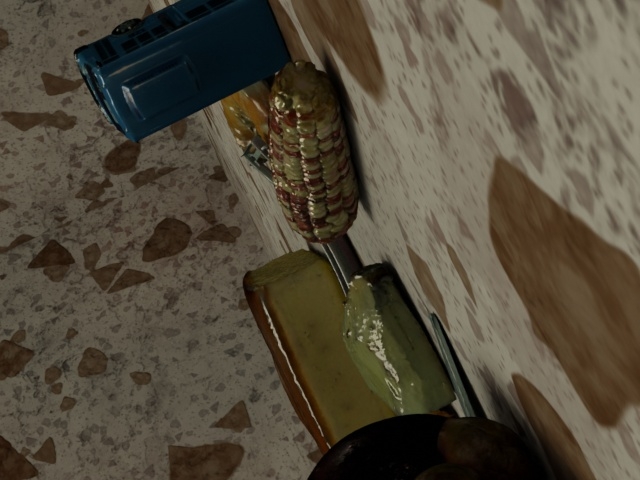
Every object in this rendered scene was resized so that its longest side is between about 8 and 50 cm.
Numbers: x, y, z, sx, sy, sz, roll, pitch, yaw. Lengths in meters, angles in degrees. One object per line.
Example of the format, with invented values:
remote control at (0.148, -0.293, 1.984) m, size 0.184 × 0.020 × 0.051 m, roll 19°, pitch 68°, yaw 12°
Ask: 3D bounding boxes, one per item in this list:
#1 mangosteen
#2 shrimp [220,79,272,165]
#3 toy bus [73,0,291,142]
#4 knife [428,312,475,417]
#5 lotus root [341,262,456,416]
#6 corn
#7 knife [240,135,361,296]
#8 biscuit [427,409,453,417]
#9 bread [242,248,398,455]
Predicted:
mangosteen at (0.094, 0.224, 0.810) m, size 0.211 × 0.211 × 0.250 m, roll 63°, pitch 149°, yaw 8°
shrimp at (-0.069, -0.129, 1.347) m, size 0.164 × 0.062 × 0.317 m, roll 57°, pitch 173°, yaw 13°
toy bus at (-0.131, -0.173, 1.043) m, size 0.106 × 0.185 × 0.090 m, roll 52°, pitch 167°, yaw 56°
knife at (0.157, 0.218, 0.970) m, size 0.080 × 0.044 × 0.331 m, roll 31°, pitch -142°, yaw -86°
lotus root at (0.060, 0.095, 1.085) m, size 0.144 × 0.070 × 0.143 m, roll 65°, pitch 174°, yaw -10°
corn at (-0.006, -0.071, 0.950) m, size 0.079 × 0.080 × 0.237 m, roll 61°, pitch 171°, yaw 23°
knife at (0.002, -0.001, 1.274) m, size 0.278 × 0.053 × 0.123 m, roll 57°, pitch 174°, yaw -1°
biscuit at (0.152, 0.261, 1.189) m, size 0.254 × 0.035 × 0.254 m, roll 61°, pitch 174°, yaw 12°
bread at (0.002, 0.185, 1.712) m, size 0.333 × 0.143 × 0.323 m, roll 64°, pitch 174°, yaw -5°
